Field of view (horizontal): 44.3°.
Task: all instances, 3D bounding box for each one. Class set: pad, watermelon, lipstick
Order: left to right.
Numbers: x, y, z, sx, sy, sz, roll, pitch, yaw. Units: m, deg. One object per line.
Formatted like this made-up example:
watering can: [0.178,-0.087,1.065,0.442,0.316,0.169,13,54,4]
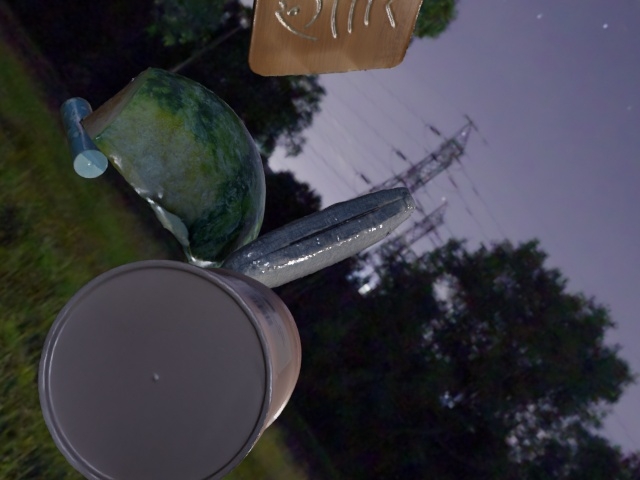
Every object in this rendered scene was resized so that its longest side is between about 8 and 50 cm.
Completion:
lipstick: [-0.344,-0.152,1.139,0.048,0.048,0.158,57,2,-44]
watermelon: [-0.166,-0.063,1.026,0.180,0.224,0.305,-9,-52,37]
pad: [0.031,-0.374,1.244,0.286,0.284,0.018,105,-27,-52]

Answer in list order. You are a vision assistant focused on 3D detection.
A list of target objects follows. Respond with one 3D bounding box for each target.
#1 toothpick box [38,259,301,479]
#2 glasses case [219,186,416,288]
toothpick box: [-0.063,0.061,0.387,0.098,0.098,0.149,53,-1,5]
glasses case: [0.000,0.000,0.986,0.067,0.282,0.109,62,-28,7]
